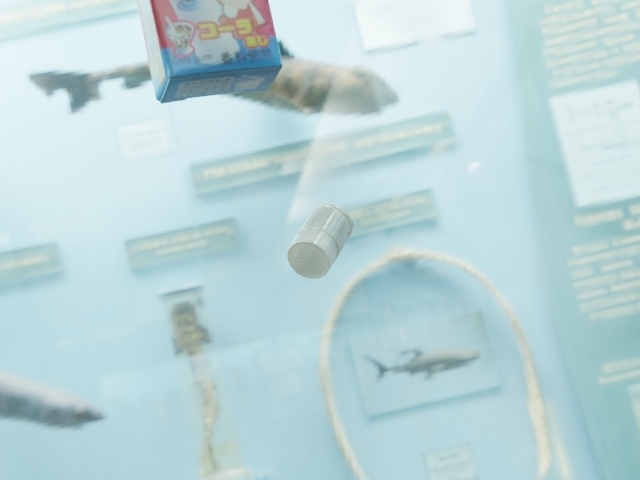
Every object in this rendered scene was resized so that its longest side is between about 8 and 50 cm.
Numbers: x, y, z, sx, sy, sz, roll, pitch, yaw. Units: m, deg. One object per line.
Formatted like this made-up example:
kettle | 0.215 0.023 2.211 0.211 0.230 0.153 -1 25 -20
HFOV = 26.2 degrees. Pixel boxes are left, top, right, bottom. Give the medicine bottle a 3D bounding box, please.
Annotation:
medicine bottle | 0.000 0.000 1.665 0.057 0.057 0.089 -18 24 31

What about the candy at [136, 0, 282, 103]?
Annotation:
candy | -0.161 -0.342 1.794 0.157 0.305 0.100 -8 -12 -18
